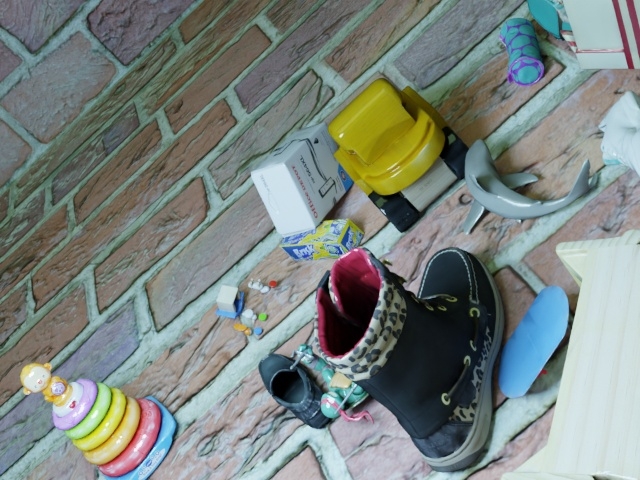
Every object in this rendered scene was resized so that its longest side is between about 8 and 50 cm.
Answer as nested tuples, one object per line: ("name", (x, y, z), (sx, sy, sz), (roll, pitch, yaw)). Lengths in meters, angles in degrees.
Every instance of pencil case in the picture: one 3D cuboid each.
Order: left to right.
("pencil case", (0.379, -0.357, 1.769), (0.070, 0.064, 0.151), (-16, 40, 16))

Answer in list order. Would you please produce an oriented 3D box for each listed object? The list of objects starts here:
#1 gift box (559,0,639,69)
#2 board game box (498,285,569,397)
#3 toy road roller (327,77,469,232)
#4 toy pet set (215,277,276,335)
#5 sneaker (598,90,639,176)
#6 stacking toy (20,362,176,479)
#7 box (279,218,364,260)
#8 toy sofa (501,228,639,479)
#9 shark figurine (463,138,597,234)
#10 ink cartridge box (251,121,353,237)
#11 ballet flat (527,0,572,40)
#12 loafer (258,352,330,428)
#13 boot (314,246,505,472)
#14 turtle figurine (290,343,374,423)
("gift box", (0.516, -0.427, 1.500), (0.276, 0.258, 0.255), (11, 63, 36))
("board game box", (0.307, 0.147, 1.300), (0.168, 0.033, 0.133), (-62, 12, 18))
("toy road roller", (0.118, -0.197, 1.726), (0.202, 0.240, 0.329), (-42, 32, 6))
("toy pet set", (-0.150, 0.138, 1.859), (0.114, 0.065, 0.122), (10, 59, 13))
("sneaker", (0.471, -0.137, 1.423), (0.094, 0.080, 0.212), (-41, 23, 31))
("stacking toy", (-0.430, 0.316, 1.732), (0.175, 0.302, 0.166), (-50, 32, -8))
("box", (0.000, 0.000, 1.821), (0.169, 0.054, 0.059), (-5, 50, 47))
("toy sofa", (0.360, 0.172, 1.121), (0.177, 0.150, 0.362), (-8, 48, 38))
("shark figurine", (0.300, -0.084, 1.505), (0.278, 0.116, 0.166), (22, 80, 50))
("ink cartridge box", (-0.032, -0.122, 1.845), (0.086, 0.148, 0.203), (-13, 23, 32))
("ballet flat", (0.470, -0.407, 1.722), (0.077, 0.091, 0.241), (-21, 37, -7))
("loafer", (-0.053, 0.241, 1.588), (0.076, 0.078, 0.223), (-49, 32, -5))
("boot", (0.130, 0.104, 1.333), (0.138, 0.284, 0.377), (-21, 41, 35))
("turtle figurine", (0.046, 0.200, 1.487), (0.175, 0.118, 0.234), (6, 42, 35))
